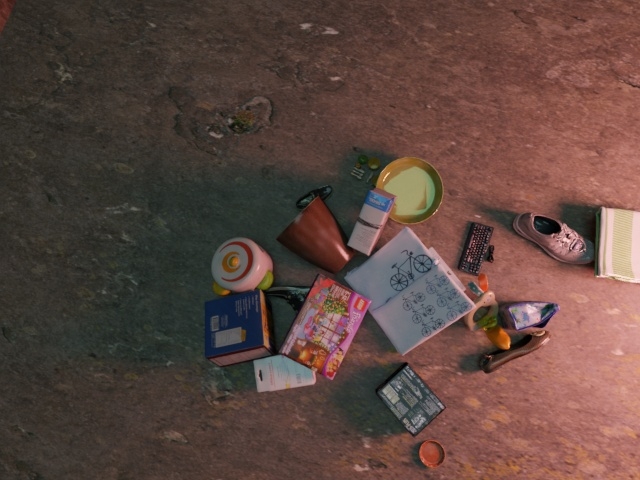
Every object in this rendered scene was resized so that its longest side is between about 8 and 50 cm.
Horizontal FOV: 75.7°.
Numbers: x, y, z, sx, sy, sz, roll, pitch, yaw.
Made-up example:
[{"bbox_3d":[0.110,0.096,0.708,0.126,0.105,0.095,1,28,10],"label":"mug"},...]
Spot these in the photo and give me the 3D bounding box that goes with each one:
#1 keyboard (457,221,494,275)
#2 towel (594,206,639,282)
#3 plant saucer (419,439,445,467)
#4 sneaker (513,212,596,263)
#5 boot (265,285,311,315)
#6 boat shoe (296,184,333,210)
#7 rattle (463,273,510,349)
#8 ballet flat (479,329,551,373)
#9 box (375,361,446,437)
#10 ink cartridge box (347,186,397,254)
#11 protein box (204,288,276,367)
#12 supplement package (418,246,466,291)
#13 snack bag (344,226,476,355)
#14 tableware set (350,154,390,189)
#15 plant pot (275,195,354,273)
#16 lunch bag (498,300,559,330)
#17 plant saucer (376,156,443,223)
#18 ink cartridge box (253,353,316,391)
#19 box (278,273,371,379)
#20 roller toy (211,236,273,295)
[{"bbox_3d":[0.558,0.033,1.438,0.108,0.023,0.180,19,84,10],"label":"keyboard"},{"bbox_3d":[1.054,0.024,1.341,0.324,0.038,0.248,8,80,-4],"label":"towel"},{"bbox_3d":[0.366,0.698,1.349,0.083,0.013,0.084,-1,79,6],"label":"plant saucer"},{"bbox_3d":[0.789,-0.006,1.367,0.281,0.115,0.105,26,84,8],"label":"sneaker"},{"bbox_3d":[-0.084,0.249,1.448,0.236,0.085,0.179,1,83,9],"label":"boot"},{"bbox_3d":[-0.022,-0.160,1.528,0.152,0.049,0.056,-33,78,0],"label":"boat shoe"},{"bbox_3d":[0.537,0.226,1.311,0.130,0.143,0.200,0,117,-1],"label":"rattle"},{"bbox_3d":[0.632,0.353,1.347,0.249,0.084,0.058,-31,79,7],"label":"ballet flat"},{"bbox_3d":[0.295,0.520,1.356,0.147,0.077,0.180,-43,78,-2],"label":"box"},{"bbox_3d":[0.177,-0.068,1.405,0.085,0.148,0.203,25,107,11],"label":"ink cartridge box"},{"bbox_3d":[-0.273,0.300,1.404,0.201,0.136,0.200,-13,58,5],"label":"protein box"},{"bbox_3d":[0.388,0.127,1.400,0.105,0.105,0.179,-37,78,-1],"label":"supplement package"},{"bbox_3d":[0.279,0.166,1.367,0.323,0.037,0.343,-43,76,29],"label":"snack bag"},{"bbox_3d":[0.197,-0.256,1.533,0.154,0.024,0.104,27,82,10],"label":"tableware set"},{"bbox_3d":[0.000,0.000,1.436,0.230,0.215,0.215,45,88,-3],"label":"plant pot"},{"bbox_3d":[0.674,0.237,1.334,0.151,0.129,0.096,-19,80,1],"label":"lunch bag"},{"bbox_3d":[0.318,-0.177,1.482,0.240,0.037,0.241,0,88,1],"label":"plant saucer"},{"bbox_3d":[-0.123,0.450,1.425,0.198,0.067,0.115,-10,79,4],"label":"ink cartridge box"},{"bbox_3d":[0.014,0.284,1.376,0.200,0.057,0.293,28,83,-4],"label":"box"},{"bbox_3d":[-0.280,0.091,1.451,0.209,0.146,0.191,-15,68,12],"label":"roller toy"}]
